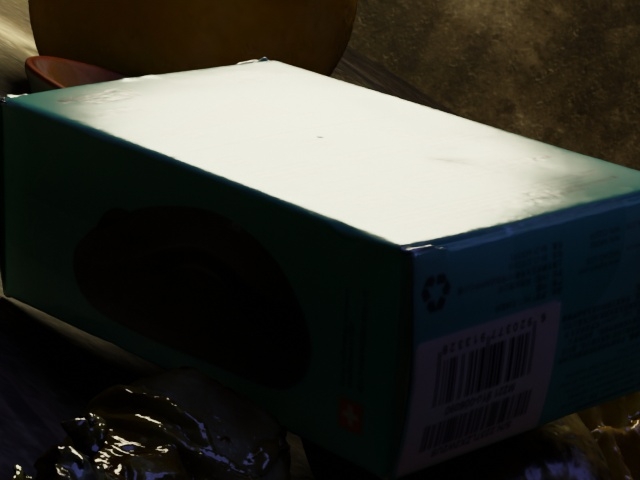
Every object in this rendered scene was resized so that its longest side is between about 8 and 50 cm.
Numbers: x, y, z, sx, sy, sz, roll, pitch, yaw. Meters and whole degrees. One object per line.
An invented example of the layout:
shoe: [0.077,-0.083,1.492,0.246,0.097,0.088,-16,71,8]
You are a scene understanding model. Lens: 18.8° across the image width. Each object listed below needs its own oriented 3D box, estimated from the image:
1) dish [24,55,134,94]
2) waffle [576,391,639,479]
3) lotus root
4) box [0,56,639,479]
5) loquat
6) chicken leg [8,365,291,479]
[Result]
dish: [-0.088,-0.038,1.294,0.260,0.085,0.260,21,9,-4]
waffle: [0.137,0.072,1.255,0.229,0.057,0.219,-8,72,-54]
lotus root: [0.065,0.113,1.050,0.145,0.128,0.260,10,21,-34]
box: [0.000,0.000,0.992,0.205,0.118,0.311,-11,24,-44]
loquat: [-0.100,-0.194,1.518,0.263,0.263,0.263,33,11,-8]
chicken leg: [-0.068,0.107,0.802,0.103,0.088,0.227,48,9,5]
